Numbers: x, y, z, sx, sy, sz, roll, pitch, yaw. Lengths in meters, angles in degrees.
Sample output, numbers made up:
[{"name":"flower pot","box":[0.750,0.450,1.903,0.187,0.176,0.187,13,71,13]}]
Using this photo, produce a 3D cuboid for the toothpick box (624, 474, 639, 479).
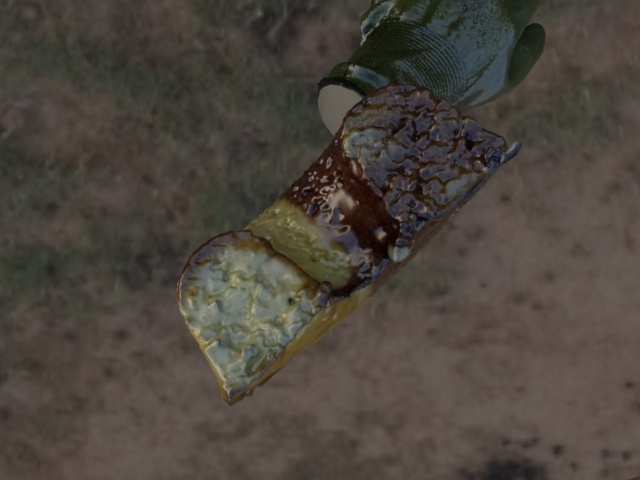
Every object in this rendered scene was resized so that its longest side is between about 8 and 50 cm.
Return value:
[{"name":"toothpick box","box":[0.196,0.155,0.749,0.149,0.098,0.098,-15,140,-17]}]

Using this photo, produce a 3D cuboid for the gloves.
[{"name":"gloves","box":[0.098,-0.158,1.150,0.135,0.268,0.107,50,136,-7]}]

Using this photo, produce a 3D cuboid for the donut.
[{"name":"donut","box":[-0.001,0.002,0.888,0.085,0.217,0.141,47,164,5]}]
